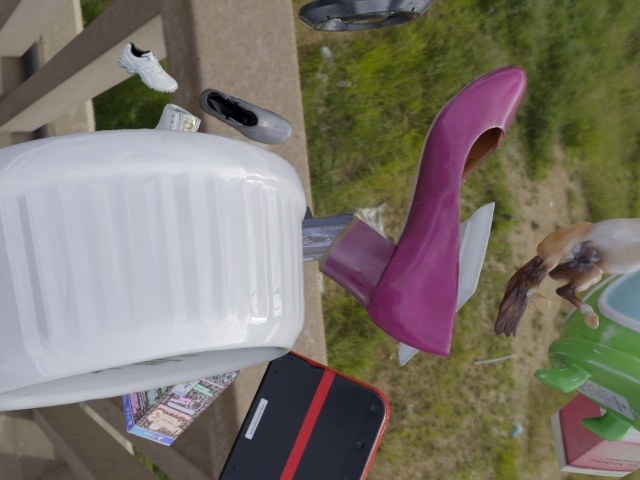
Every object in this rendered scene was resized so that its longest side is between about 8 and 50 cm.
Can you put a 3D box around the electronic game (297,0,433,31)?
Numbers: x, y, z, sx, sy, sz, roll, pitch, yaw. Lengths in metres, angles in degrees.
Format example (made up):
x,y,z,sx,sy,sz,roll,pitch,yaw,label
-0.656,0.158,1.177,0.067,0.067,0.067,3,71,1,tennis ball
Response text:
x,y,z,sx,sy,sz,roll,pitch,yaw,label
0.075,-0.394,1.008,0.229,0.229,0.048,-14,105,-36,electronic game

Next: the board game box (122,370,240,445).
x,y,z,sx,sy,sz,roll,pitch,yaw,label
-0.392,0.360,1.618,0.291,0.232,0.141,-45,129,9,board game box

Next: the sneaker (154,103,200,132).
x,y,z,sx,sy,sz,roll,pitch,yaw,label
-0.366,-0.238,1.510,0.108,0.292,0.169,11,123,-39,sneaker

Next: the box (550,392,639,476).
x,y,z,sx,sy,sz,roll,pitch,yaw,label
0.602,0.393,1.233,0.149,0.232,0.126,6,54,0,box

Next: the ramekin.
x,y,z,sx,sy,sz,roll,pitch,yaw,label
-0.136,0.038,0.426,0.273,0.273,0.127,0,71,-37,ramekin

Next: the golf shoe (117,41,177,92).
x,y,z,sx,sy,sz,roll,pitch,yaw,label
-0.474,-0.481,1.652,0.176,0.086,0.069,28,43,-13,golf shoe

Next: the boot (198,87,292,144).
x,y,z,sx,sy,sz,roll,pitch,yaw,label
-0.225,-0.381,1.894,0.338,0.223,0.118,16,100,-23,boot

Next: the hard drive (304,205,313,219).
x,y,z,sx,sy,sz,roll,pitch,yaw,label
-0.077,-0.090,1.811,0.135,0.094,0.022,24,122,-37,hard drive

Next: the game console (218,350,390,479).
x,y,z,sx,sy,sz,roll,pitch,yaw,label
-0.034,0.511,1.512,0.060,0.342,0.386,71,42,-72,game console

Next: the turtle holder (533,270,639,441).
x,y,z,sx,sy,sz,roll,pitch,yaw,label
0.439,0.145,0.687,0.243,0.320,0.227,39,79,-14,turtle holder

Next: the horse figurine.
x,y,z,sx,sy,sz,roll,pitch,yaw,label
0.295,0.020,0.585,0.066,0.263,0.174,66,25,-16,horse figurine

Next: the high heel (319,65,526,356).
x,y,z,sx,sy,sz,roll,pitch,yaw,label
0.181,-0.045,0.718,0.377,0.181,0.127,-50,158,-8,high heel

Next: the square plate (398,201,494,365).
x,y,z,sx,sy,sz,roll,pitch,yaw,label
0.308,0.101,1.498,0.049,0.344,0.347,29,44,-1,square plate

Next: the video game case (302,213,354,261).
x,y,z,sx,sy,sz,roll,pitch,yaw,label
0.000,0.000,1.435,0.274,0.196,0.026,61,25,-70,video game case
